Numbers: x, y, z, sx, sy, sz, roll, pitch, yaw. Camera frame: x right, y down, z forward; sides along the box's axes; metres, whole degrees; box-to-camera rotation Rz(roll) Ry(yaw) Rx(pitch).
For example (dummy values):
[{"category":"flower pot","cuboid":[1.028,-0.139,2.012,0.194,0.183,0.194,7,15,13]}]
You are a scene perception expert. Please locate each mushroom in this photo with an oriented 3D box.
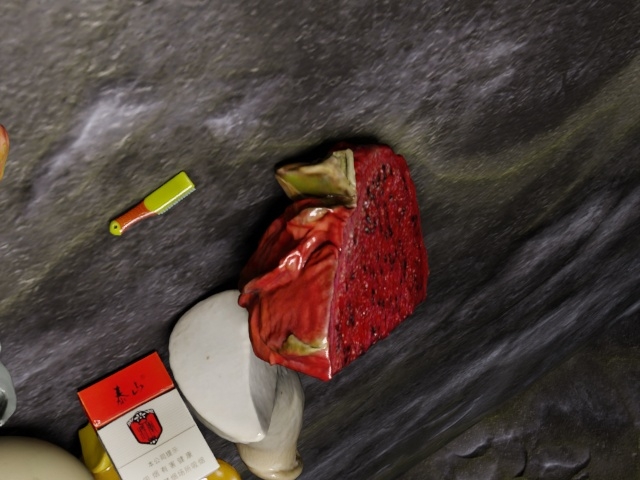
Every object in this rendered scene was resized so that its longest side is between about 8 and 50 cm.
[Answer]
[{"category":"mushroom","cuboid":[-0.087,0.202,1.062,0.126,0.177,0.397,-14,157,1]}]

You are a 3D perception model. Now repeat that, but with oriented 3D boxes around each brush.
[{"category":"brush","cuboid":[-0.149,-0.029,0.744,0.083,0.018,0.021,-36,165,-8]}]

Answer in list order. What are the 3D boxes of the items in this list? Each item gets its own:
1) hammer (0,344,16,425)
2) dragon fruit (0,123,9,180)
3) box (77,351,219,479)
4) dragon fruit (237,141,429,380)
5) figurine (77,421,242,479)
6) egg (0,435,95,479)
[{"category":"hammer","cuboid":[-0.321,0.087,0.645,0.029,0.103,0.246,-33,149,4]},{"category":"dragon fruit","cuboid":[-0.231,-0.074,0.436,0.133,0.136,0.165,-55,149,-54]},{"category":"box","cuboid":[-0.195,0.217,0.954,0.100,0.152,0.048,-26,169,-25]},{"category":"dragon fruit","cuboid":[0.000,0.000,0.876,0.317,0.152,0.205,-19,111,-65]},{"category":"figurine","cuboid":[-0.218,0.321,1.055,0.215,0.215,0.228,-45,153,16]},{"category":"egg","cuboid":[-0.339,0.297,0.861,0.242,0.186,0.186,-2,139,-41]}]
